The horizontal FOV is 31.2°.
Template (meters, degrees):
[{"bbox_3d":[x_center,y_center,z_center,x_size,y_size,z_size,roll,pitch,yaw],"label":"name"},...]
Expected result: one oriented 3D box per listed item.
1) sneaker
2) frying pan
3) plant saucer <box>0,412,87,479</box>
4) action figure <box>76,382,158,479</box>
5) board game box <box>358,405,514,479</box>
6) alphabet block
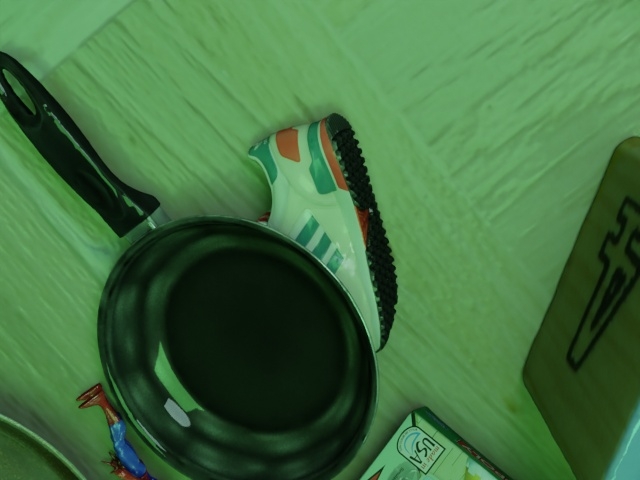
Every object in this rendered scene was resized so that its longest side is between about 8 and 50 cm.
[{"bbox_3d":[0.000,0.000,0.750,0.075,0.057,0.161,-10,108,19],"label":"sneaker"},{"bbox_3d":[-0.105,0.038,0.748,0.326,0.053,0.197,34,118,8],"label":"frying pan"},{"bbox_3d":[-0.284,0.240,0.803,0.310,0.050,0.311,-1,106,-2],"label":"plant saucer"},{"bbox_3d":[-0.131,0.154,0.791,0.030,0.038,0.115,-35,103,-15],"label":"action figure"},{"bbox_3d":[0.055,0.303,0.775,0.213,0.046,0.317,38,97,17],"label":"board game box"},{"bbox_3d":[0.258,0.067,0.696,0.192,0.197,0.194,20,103,-6],"label":"alphabet block"}]
